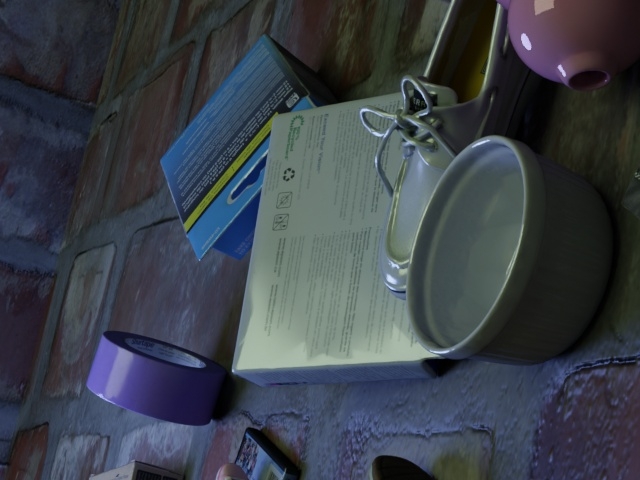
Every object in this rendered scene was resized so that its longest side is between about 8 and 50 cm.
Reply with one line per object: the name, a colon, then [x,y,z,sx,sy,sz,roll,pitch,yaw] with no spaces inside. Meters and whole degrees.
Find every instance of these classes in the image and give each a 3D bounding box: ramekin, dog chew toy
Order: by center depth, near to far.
ramekin: [0.174,0.016,1.288,0.207,0.109,0.207,-48,32,46]
dog chew toy: [0.228,-0.289,1.288,0.206,0.207,0.331,-40,47,54]

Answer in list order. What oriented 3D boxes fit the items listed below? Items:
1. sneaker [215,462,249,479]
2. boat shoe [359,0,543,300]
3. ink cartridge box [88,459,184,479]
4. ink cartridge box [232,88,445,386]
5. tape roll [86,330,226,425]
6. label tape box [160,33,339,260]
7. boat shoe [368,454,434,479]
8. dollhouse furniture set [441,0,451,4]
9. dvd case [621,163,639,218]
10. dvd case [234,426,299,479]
sneaker: [-0.092,0.319,1.730,0.070,0.051,0.134,-53,31,37]
boat shoe: [0.121,-0.123,1.402,0.136,0.156,0.367,26,92,47]
ink cartridge box: [-0.301,0.448,2.153,0.235,0.088,0.193,-30,46,61]
ink cartridge box: [0.068,-0.006,1.551,0.330,0.071,0.324,-6,65,35]
tape roll: [-0.237,0.198,2.047,0.080,0.189,0.189,-71,21,3]
label tape box: [-0.082,-0.111,1.928,0.249,0.115,0.347,-49,28,10]
boat shoe: [0.087,0.281,1.369,0.190,0.068,0.072,-121,40,-62]
dollhouse furniture set: [0.188,-0.343,1.503,0.151,0.123,0.144,-50,32,45]
dvd case: [0.322,-0.061,1.108,0.164,0.018,0.221,-66,22,15]
dvd case: [-0.101,0.381,1.805,0.180,0.022,0.253,27,99,69]
